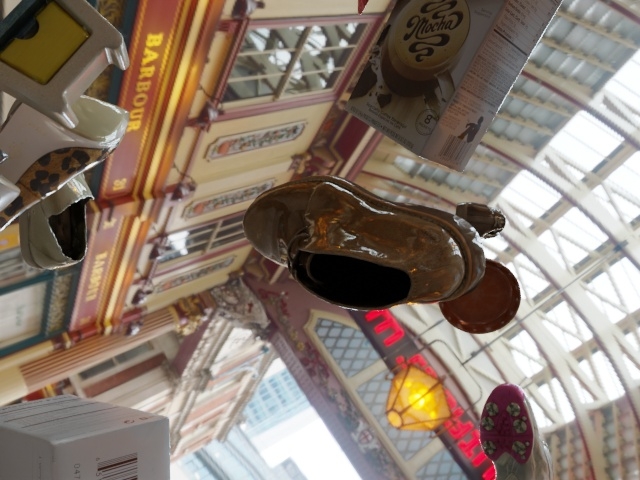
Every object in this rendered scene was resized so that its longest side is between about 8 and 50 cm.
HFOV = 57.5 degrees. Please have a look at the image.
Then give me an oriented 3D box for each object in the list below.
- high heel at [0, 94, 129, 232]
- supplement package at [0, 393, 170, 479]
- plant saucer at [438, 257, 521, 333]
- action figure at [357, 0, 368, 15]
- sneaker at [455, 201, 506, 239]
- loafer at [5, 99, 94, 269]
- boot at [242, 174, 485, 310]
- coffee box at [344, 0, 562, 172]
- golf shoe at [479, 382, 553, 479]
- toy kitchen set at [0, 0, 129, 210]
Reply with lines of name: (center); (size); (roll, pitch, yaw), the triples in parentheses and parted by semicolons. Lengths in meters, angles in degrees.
high heel: (-0.336, -0.074, 0.670); (0.093, 0.261, 0.186); (46, -59, -4)
supplement package: (-0.225, 0.203, 0.508); (0.179, 0.105, 0.105); (-6, -95, 41)
plant saucer: (0.163, 0.056, 0.602); (0.083, 0.013, 0.084); (2, -73, 8)
action figure: (-0.055, -0.420, 0.873); (0.280, 0.092, 0.139); (27, -10, -7)
sneaker: (0.240, -0.020, 0.878); (0.071, 0.188, 0.066); (8, -87, 16)
loafer: (-0.384, -0.081, 0.852); (0.091, 0.102, 0.269); (10, -67, 17)
boot: (0.000, 0.000, 0.581); (0.305, 0.115, 0.113); (13, -68, 46)
coffee box: (0.181, -0.268, 0.792); (0.168, 0.118, 0.297); (42, -68, 39)
golf shoe: (0.402, 0.420, 1.175); (0.115, 0.140, 0.307); (1, -77, 43)
toy kitchen set: (-0.207, -0.113, 0.299); (0.122, 0.166, 0.207); (37, -11, -5)
